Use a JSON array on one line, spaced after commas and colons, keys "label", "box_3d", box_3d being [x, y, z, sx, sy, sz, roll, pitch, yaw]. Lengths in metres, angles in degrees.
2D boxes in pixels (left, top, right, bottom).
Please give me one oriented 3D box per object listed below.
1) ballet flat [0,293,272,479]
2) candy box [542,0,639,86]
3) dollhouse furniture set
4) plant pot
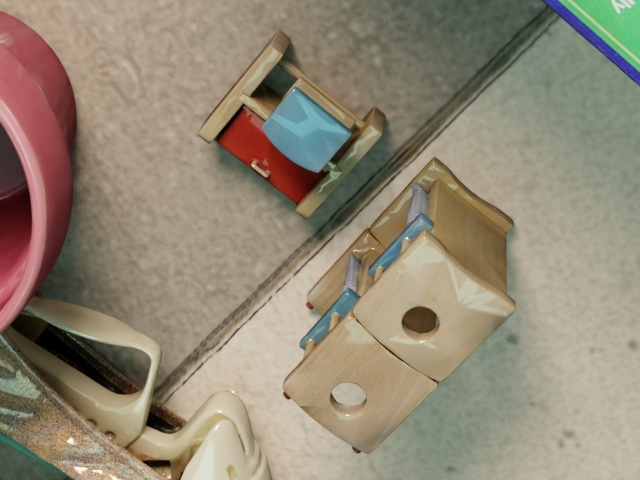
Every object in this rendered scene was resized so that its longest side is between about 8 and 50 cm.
[{"label": "ballet flat", "box_3d": [-0.112, 0.123, 0.887, 0.316, 0.107, 0.106, 35, 105, -8]}, {"label": "candy box", "box_3d": [0.082, -0.233, 0.623, 0.317, 0.268, 0.122, 38, 116, -8]}, {"label": "dollhouse furniture set", "box_3d": [0.000, 0.000, 0.804, 0.184, 0.129, 0.129, 38, 112, -9]}, {"label": "plant pot", "box_3d": [-0.224, -0.052, 0.786, 0.201, 0.180, 0.201, 3, 112, 7]}]
